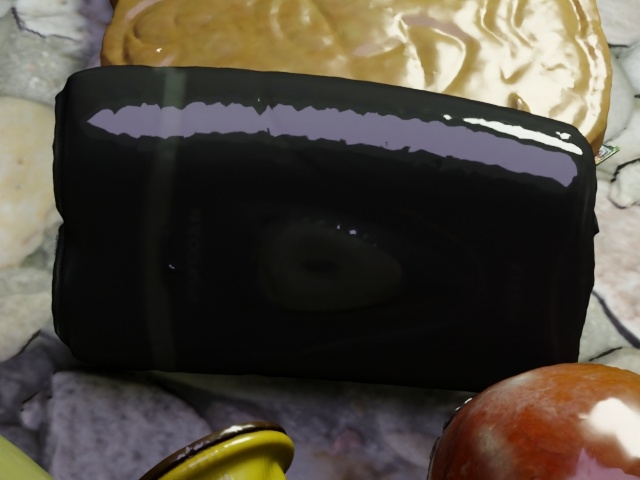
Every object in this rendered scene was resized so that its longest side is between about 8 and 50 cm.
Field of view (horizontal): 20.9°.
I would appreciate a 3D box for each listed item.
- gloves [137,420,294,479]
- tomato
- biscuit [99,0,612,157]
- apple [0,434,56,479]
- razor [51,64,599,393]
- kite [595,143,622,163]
[{"bbox_3d":[0.002,0.252,0.955,0.133,0.116,0.294,-27,64,-13],"label":"gloves"},{"bbox_3d":[0.158,0.163,0.951,0.181,0.155,0.214,4,66,-21],"label":"tomato"},{"bbox_3d":[0.023,-0.159,1.281,0.365,0.062,0.385,-25,57,-18],"label":"biscuit"},{"bbox_3d":[-0.281,0.252,0.704,0.473,0.473,0.473,1,53,-1],"label":"apple"},{"bbox_3d":[-0.001,-0.001,1.081,0.349,0.204,0.113,7,22,1],"label":"razor"},{"bbox_3d":[0.154,-0.063,1.252,0.122,0.004,0.090,13,54,7],"label":"kite"}]
